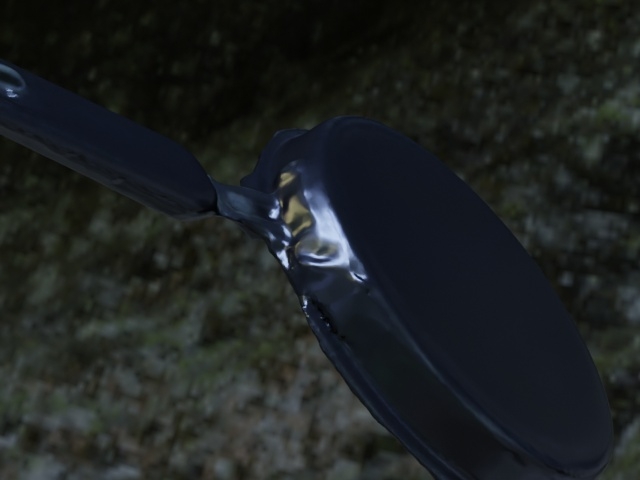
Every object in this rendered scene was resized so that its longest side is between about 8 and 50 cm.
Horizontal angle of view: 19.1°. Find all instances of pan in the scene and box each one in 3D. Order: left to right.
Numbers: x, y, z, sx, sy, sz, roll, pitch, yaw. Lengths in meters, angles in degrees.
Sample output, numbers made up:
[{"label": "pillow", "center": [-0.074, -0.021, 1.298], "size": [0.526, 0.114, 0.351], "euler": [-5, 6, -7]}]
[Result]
[{"label": "pan", "center": [0.000, 0.000, 0.496], "size": [0.235, 0.136, 0.028], "euler": [29, -60, -37]}]
